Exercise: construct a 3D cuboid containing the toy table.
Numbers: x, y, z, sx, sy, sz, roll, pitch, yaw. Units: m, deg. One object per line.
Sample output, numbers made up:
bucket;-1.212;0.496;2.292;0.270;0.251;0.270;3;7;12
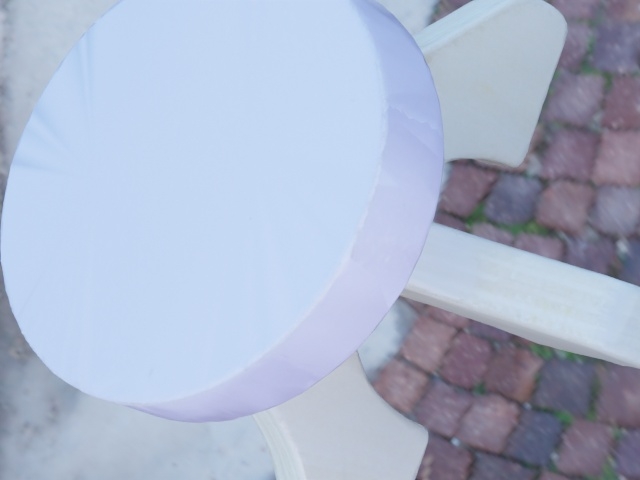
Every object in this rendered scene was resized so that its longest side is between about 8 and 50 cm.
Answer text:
toy table;0.000;0.000;0.671;0.274;0.161;0.252;33;99;56
